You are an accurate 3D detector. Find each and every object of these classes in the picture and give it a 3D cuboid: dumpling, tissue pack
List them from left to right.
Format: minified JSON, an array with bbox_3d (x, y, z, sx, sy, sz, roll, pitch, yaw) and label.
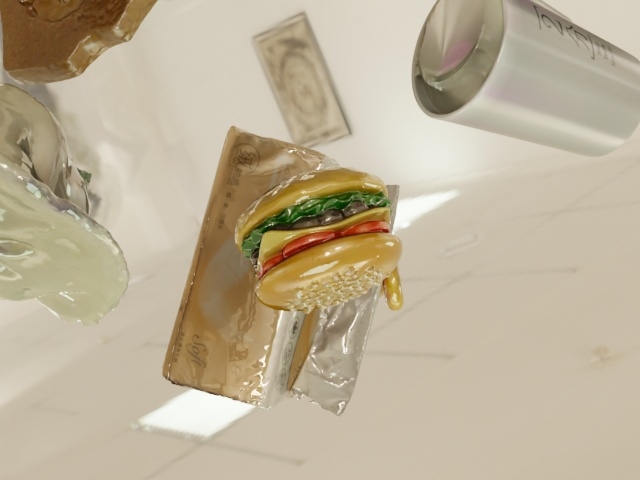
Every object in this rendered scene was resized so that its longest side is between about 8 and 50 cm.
[{"bbox_3d":[-0.244,-0.034,0.784,0.227,0.175,0.243,10,173,36],"label":"dumpling"},{"bbox_3d":[-0.037,0.046,1.224,0.239,0.305,0.238,14,175,1],"label":"tissue pack"}]

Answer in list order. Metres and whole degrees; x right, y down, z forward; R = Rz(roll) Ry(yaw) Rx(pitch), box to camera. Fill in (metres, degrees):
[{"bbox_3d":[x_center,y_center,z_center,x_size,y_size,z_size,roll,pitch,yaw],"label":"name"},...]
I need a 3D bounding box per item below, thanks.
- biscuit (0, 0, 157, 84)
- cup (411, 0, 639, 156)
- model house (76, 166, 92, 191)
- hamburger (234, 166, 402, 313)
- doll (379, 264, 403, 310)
[{"bbox_3d":[-0.194,-0.235,0.872,0.215,0.182,0.034,-27,151,20],"label":"biscuit"},{"bbox_3d":[0.109,-0.100,0.537,0.116,0.104,0.074,13,144,-30],"label":"cup"},{"bbox_3d":[-0.336,-0.057,1.255,0.079,0.083,0.066,21,167,-23],"label":"model house"},{"bbox_3d":[0.000,0.000,0.946,0.162,0.115,0.162,-19,162,-6],"label":"hamburger"},{"bbox_3d":[-0.017,0.024,1.439,0.270,0.166,0.162,-8,-168,12],"label":"doll"}]
